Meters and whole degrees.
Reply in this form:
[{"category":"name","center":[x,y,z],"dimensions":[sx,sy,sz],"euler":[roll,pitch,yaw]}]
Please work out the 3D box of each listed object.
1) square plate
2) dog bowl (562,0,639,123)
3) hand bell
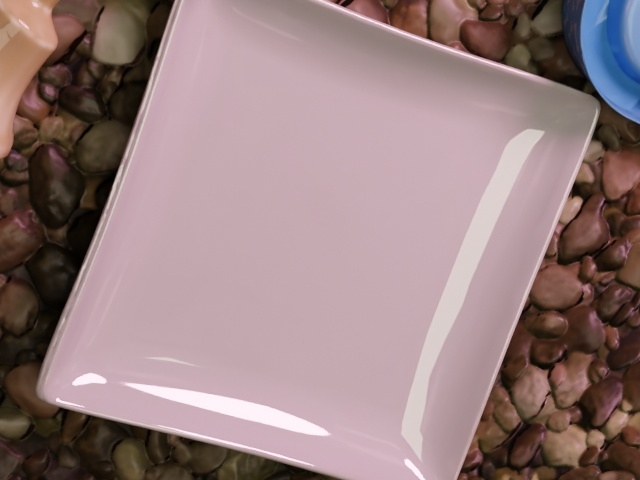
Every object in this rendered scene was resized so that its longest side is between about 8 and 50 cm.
[{"category":"square plate","center":[0.000,0.000,1.385],"dimensions":[0.347,0.049,0.344],"euler":[17,98,-22]},{"category":"dog bowl","center":[0.314,-0.145,1.435],"dimensions":[0.297,0.074,0.166],"euler":[25,96,-23]},{"category":"hand bell","center":[-0.165,-0.178,1.211],"dimensions":[0.242,0.126,0.126],"euler":[-41,114,11]}]
